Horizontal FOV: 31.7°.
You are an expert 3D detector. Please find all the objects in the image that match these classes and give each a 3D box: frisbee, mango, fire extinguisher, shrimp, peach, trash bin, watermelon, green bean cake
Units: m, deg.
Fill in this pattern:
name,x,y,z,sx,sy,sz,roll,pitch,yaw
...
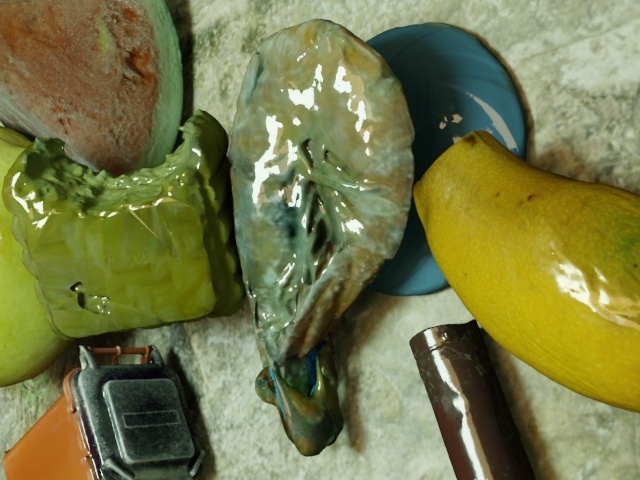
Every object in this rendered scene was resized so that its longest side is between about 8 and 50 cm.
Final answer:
name,x,y,z,sx,sy,sz,roll,pitch,yaw
frisbee,0.080,-0.086,1.171,0.289,0.049,0.289,-5,82,39
mango,0.214,0.030,0.975,0.359,0.144,0.187,33,133,44
fire extinguisher,0.166,0.203,1.055,0.089,0.072,0.267,-24,69,14
shrimp,0.000,0.000,1.154,0.221,0.110,0.445,11,106,35
peach,-0.414,0.016,1.417,0.315,0.281,0.314,42,97,1
trash bin,-0.275,0.248,1.364,0.239,0.161,0.184,-35,64,36
watermelon,-0.284,-0.195,1.374,0.250,0.292,0.283,19,99,10
green bean cake,-0.204,-0.013,1.222,0.236,0.124,0.233,-10,108,8
